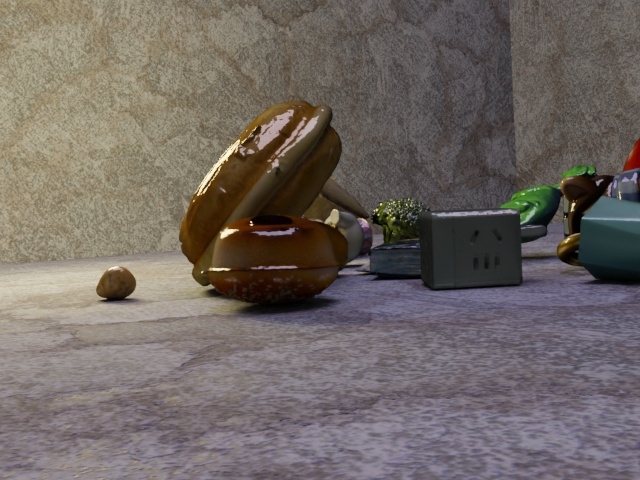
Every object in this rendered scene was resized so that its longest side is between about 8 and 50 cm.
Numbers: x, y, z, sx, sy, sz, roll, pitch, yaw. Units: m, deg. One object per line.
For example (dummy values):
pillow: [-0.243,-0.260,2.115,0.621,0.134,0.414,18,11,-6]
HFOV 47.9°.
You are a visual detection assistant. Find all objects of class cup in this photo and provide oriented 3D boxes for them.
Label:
cup: [0.567,0.003,1.192,0.148,0.134,0.236,30,-14,-37]

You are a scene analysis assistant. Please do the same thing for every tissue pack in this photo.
tissue pack: [0.206,0.036,1.578,0.173,0.073,0.235,-2,2,13]

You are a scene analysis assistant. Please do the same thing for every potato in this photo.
potato: [-0.402,0.086,1.410,0.083,0.068,0.062,-19,31,41]
potato: [-0.082,-0.072,2.254,0.385,0.319,0.442,43,15,24]

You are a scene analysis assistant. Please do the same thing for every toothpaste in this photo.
toothpaste: [0.128,0.059,1.699,0.048,0.031,0.190,1,7,20]

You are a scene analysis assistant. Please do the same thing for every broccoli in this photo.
broccoli: [0.215,-0.022,1.860,0.226,0.198,0.176,-42,8,48]

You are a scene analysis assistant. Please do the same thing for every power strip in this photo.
power strip: [0.300,0.011,1.322,0.224,0.140,0.139,-2,2,-1]

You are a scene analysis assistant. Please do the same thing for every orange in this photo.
orange: [-0.011,0.026,1.620,0.156,0.134,0.156,35,-11,8]

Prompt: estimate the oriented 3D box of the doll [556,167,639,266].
doll: [0.659,-0.046,1.433,0.340,0.209,0.318,-4,-3,44]

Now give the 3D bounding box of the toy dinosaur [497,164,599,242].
toy dinosaur: [0.547,-0.051,1.742,0.374,0.144,0.500,-25,12,9]

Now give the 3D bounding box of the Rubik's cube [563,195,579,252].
Rubik's cube: [0.680,-0.040,1.700,0.163,0.160,0.162,0,3,43]

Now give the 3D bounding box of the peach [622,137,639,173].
peach: [0.950,-0.166,1.809,0.388,0.388,0.388,-3,3,0]

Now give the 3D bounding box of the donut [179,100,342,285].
donut: [-0.121,-0.095,1.472,0.198,0.449,0.449,37,0,-4]

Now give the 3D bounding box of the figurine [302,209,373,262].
figurine: [0.000,0.000,1.831,0.263,0.189,0.142,-5,38,-34]

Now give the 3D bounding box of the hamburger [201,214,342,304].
hamburger: [-0.076,0.036,1.196,0.237,0.147,0.237,-1,10,0]
